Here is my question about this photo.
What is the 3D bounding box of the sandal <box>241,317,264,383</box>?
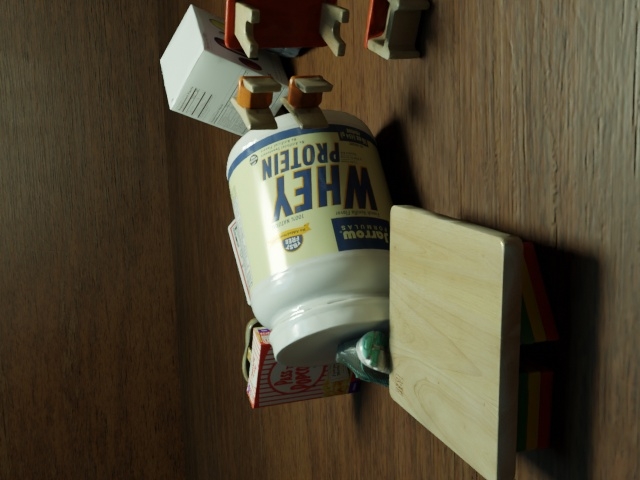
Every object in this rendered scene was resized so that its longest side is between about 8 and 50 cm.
[{"bbox_3d":[-0.152,0.280,1.901,0.049,0.072,0.180,12,103,48],"label":"sandal"}]

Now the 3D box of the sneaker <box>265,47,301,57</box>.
[{"bbox_3d":[-0.059,-0.428,1.446,0.131,0.112,0.319,-69,17,-2],"label":"sneaker"}]

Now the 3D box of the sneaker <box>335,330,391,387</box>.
[{"bbox_3d":[0.085,0.172,1.066,0.076,0.166,0.065,-13,51,38],"label":"sneaker"}]

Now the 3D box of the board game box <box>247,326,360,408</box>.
[{"bbox_3d":[-0.021,0.204,1.302,0.045,0.194,0.146,-119,30,-50],"label":"board game box"}]

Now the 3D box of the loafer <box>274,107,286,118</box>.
[{"bbox_3d":[-0.108,-0.238,1.661,0.148,0.056,0.050,-50,46,50],"label":"loafer"}]

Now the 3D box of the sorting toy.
[{"bbox_3d":[0.173,0.099,0.887,0.257,0.089,0.255,-152,59,-68],"label":"sorting toy"}]

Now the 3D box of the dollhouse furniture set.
[{"bbox_3d":[-0.001,-0.297,1.031,0.135,0.259,0.262,-124,35,-49],"label":"dollhouse furniture set"}]

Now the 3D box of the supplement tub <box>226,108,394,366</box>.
[{"bbox_3d":[0.000,0.000,1.134,0.235,0.236,0.324,122,139,-59],"label":"supplement tub"}]

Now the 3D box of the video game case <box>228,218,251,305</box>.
[{"bbox_3d":[-0.075,-0.036,1.479,0.285,0.025,0.204,-47,46,32],"label":"video game case"}]

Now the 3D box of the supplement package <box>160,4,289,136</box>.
[{"bbox_3d":[-0.197,-0.342,1.587,0.149,0.203,0.194,-53,37,29],"label":"supplement package"}]
